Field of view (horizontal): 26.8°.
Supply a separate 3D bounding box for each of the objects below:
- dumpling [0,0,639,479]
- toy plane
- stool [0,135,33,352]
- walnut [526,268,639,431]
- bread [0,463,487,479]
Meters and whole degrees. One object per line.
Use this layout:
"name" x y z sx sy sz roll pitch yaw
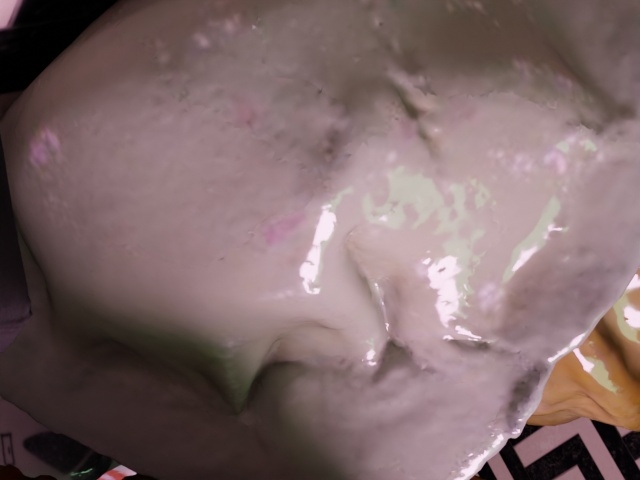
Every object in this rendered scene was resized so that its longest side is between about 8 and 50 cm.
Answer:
"dumpling" -0.002 -0.028 0.659 0.321 0.270 0.211 -30 -154 39
"toy plane" -0.201 0.119 0.879 0.252 0.118 0.252 9 147 6
"stool" -0.183 -0.041 0.318 0.141 0.232 0.232 -28 164 6
"walnut" 0.144 -0.007 0.846 0.282 0.253 0.277 0 174 21
"bread" -0.065 0.221 0.707 0.314 0.191 0.370 9 -168 11
